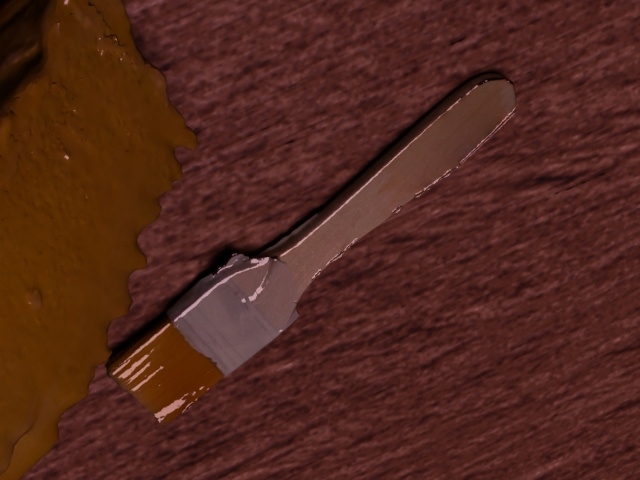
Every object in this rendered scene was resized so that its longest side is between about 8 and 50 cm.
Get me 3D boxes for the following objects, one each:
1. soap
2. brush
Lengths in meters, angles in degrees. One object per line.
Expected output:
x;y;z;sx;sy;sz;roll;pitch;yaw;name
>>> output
-0.179;0.042;1.073;0.338;0.304;0.169;-43;132;8;soap
0.000;0.000;1.309;0.336;0.020;0.085;-39;129;3;brush
